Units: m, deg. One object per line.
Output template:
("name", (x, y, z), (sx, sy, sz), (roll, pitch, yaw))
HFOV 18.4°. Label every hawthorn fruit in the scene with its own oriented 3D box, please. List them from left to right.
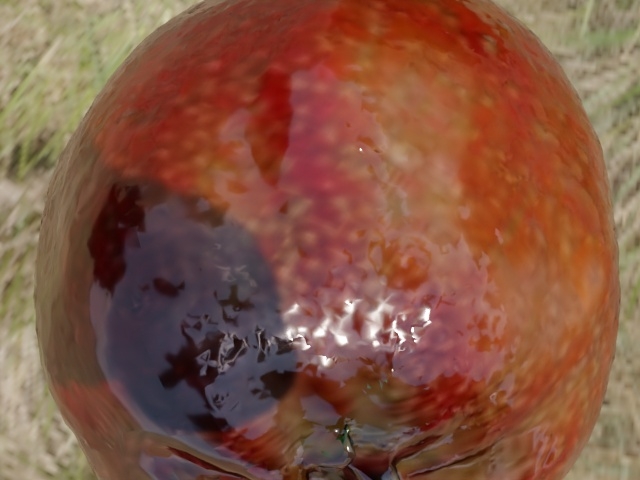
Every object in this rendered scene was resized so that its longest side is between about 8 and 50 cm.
("hawthorn fruit", (0.000, 0.000, 0.558), (0.169, 0.188, 0.169), (-2, 136, -2))
